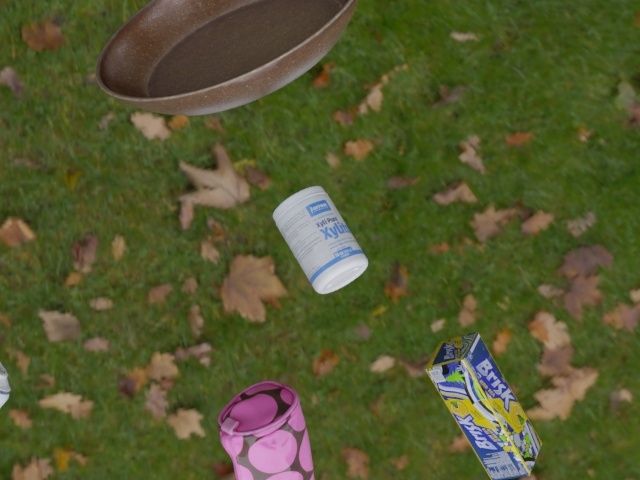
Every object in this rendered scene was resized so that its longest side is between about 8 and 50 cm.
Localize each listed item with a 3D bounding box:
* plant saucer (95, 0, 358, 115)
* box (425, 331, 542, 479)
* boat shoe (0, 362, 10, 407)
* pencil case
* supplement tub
[{"bbox_3d":[-0.057,-0.141,0.780,0.199,0.198,0.036,-24,124,-1],"label":"plant saucer"},{"bbox_3d":[0.188,0.191,1.305,0.054,0.059,0.169,-19,110,35],"label":"box"},{"bbox_3d":[-0.356,0.039,1.016,0.084,0.095,0.258,-43,91,-2],"label":"boat shoe"},{"bbox_3d":[-0.053,0.253,1.189,0.098,0.095,0.209,-21,118,-21],"label":"pencil case"},{"bbox_3d":[0.000,0.000,1.292,0.071,0.107,0.071,-29,164,-9],"label":"supplement tub"}]
